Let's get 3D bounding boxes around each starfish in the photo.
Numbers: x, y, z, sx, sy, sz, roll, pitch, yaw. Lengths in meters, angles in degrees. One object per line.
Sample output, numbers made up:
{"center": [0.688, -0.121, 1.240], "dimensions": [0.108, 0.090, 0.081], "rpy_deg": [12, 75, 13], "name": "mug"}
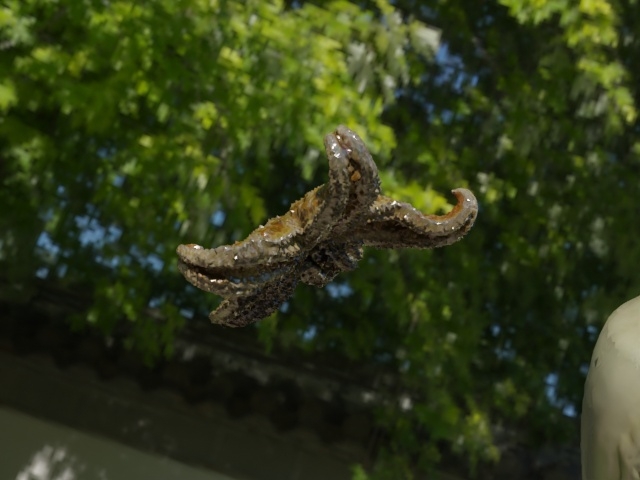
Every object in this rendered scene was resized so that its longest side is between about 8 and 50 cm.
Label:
{"center": [0.001, -0.003, 1.311], "dimensions": [0.312, 0.113, 0.303], "rpy_deg": [-24, -15, 10], "name": "starfish"}

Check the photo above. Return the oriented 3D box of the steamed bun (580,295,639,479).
{"center": [0.287, 0.136, 0.631], "dimensions": [0.272, 0.273, 0.290], "rpy_deg": [0, -68, 55], "name": "steamed bun"}
